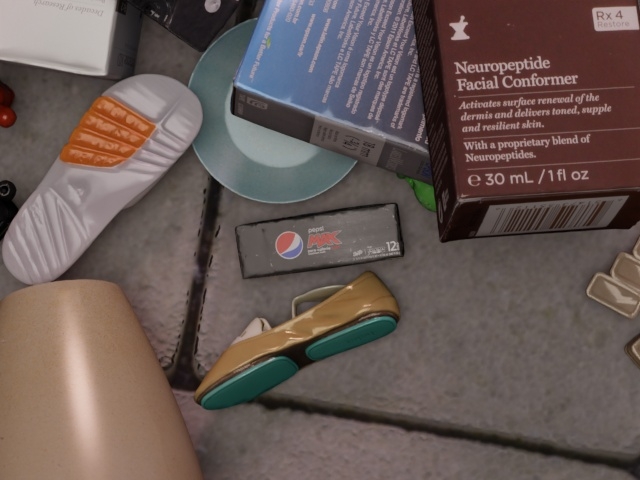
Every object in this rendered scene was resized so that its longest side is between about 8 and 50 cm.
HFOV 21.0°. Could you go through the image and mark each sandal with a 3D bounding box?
[{"bbox_3d":[-0.230,-0.068,1.783,0.102,0.076,0.265,44,97,-2],"label":"sandal"}]

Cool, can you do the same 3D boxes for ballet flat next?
[{"bbox_3d":[-0.030,0.102,1.787,0.232,0.080,0.073,-24,62,2],"label":"ballet flat"}]

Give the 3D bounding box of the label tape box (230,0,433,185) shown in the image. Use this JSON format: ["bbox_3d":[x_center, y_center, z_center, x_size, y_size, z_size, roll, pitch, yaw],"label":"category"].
[{"bbox_3d":[0.106,-0.187,1.706,0.334,0.106,0.240,20,75,1],"label":"label tape box"}]

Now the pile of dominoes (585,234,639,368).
[{"bbox_3d":[0.417,0.041,1.770,0.251,0.040,0.196,-42,88,-4],"label":"pile of dominoes"}]

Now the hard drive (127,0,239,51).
[{"bbox_3d":[-0.105,-0.376,1.616,0.237,0.064,0.339,32,94,-41],"label":"hard drive"}]

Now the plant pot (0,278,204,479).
[{"bbox_3d":[-0.245,0.187,1.730,0.257,0.256,0.274,-11,74,5],"label":"plant pot"}]

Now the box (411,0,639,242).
[{"bbox_3d":[0.189,-0.201,1.591,0.191,0.143,0.381,-5,73,-5],"label":"box"}]

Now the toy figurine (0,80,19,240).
[{"bbox_3d":[-0.416,-0.083,1.761,0.210,0.148,0.213,-1,92,4],"label":"toy figurine"}]

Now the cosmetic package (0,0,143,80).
[{"bbox_3d":[-0.260,-0.262,1.742,0.151,0.151,0.183,9,93,4],"label":"cosmetic package"}]

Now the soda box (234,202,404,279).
[{"bbox_3d":[0.000,0.000,1.780,0.169,0.053,0.060,-8,91,4],"label":"soda box"}]

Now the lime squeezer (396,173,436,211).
[{"bbox_3d":[0.119,-0.101,1.767,0.110,0.059,0.310,-41,88,5],"label":"lime squeezer"}]

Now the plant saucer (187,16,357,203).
[{"bbox_3d":[-0.042,-0.135,1.787,0.195,0.037,0.195,0,91,5],"label":"plant saucer"}]
